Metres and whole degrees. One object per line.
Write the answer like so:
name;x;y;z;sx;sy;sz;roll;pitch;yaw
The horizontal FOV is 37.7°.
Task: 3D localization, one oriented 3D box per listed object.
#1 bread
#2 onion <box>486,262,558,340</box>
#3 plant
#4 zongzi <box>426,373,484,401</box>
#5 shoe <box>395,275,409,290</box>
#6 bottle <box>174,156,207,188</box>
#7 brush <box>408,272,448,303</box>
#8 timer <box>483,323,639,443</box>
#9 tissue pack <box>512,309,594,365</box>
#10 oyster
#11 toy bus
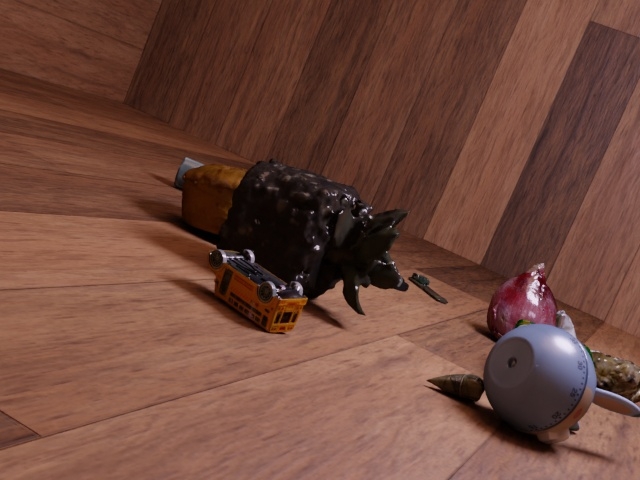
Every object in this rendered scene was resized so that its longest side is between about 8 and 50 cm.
bread;-0.162;-0.075;1.872;0.268;0.145;0.268;13;3;-1
onion;0.450;0.140;2.051;0.160;0.194;0.159;14;4;-1
plant;0.000;0.000;1.603;0.312;0.215;0.213;19;10;13
zongzi;0.204;0.217;1.406;0.083;0.040;0.076;7;-3;14
shoe;0.145;0.073;2.166;0.179;0.049;0.071;17;10;-37
bottle;-0.216;-0.116;2.303;0.286;0.082;0.082;23;7;1
brush;0.270;0.115;2.331;0.034;0.027;0.190;18;9;-21
timer;0.342;0.235;1.361;0.255;0.175;0.175;51;-2;-20
tissue pack;0.409;0.198;1.669;0.148;0.156;0.209;27;7;12
oyster;0.538;0.269;1.886;0.294;0.094;0.166;13;-11;-1
toy bus;-0.100;0.070;1.362;0.162;0.074;0.070;31;18;36
